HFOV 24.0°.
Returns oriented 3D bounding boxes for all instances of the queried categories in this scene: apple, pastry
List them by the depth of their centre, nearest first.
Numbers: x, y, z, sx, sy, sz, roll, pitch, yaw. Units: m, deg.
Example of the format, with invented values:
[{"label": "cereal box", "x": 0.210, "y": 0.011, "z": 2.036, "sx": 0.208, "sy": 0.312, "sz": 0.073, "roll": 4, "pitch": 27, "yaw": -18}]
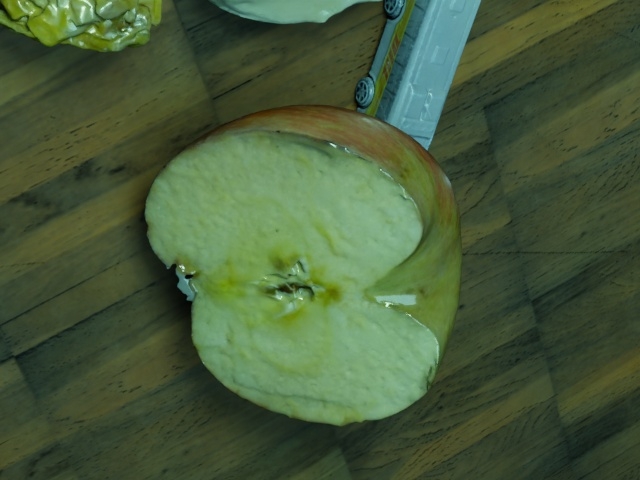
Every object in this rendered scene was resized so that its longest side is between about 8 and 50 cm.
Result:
[{"label": "pastry", "x": -0.186, "y": -0.265, "z": 1.100, "sx": 0.154, "sy": 0.102, "sz": 0.250, "roll": 9, "pitch": 112, "yaw": 14}, {"label": "apple", "x": 0.000, "y": 0.000, "z": 1.316, "sx": 0.251, "sy": 0.163, "sz": 0.293, "roll": 3, "pitch": 121, "yaw": 19}]

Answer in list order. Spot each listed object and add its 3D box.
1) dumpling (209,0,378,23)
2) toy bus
[{"label": "dumpling", "x": 0.043, "y": -0.329, "z": 1.125, "sx": 0.315, "sy": 0.233, "sz": 0.395, "roll": 1, "pitch": 125, "yaw": -21}, {"label": "toy bus", "x": 0.087, "y": -0.162, "z": 1.339, "sx": 0.064, "sy": 0.075, "sz": 0.191, "roll": 5, "pitch": 113, "yaw": -32}]
